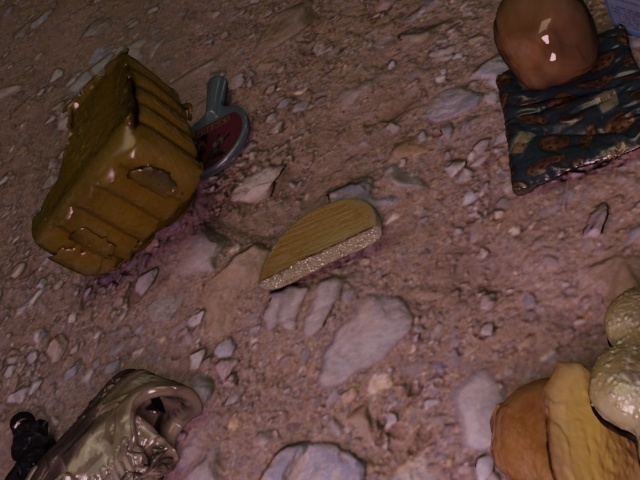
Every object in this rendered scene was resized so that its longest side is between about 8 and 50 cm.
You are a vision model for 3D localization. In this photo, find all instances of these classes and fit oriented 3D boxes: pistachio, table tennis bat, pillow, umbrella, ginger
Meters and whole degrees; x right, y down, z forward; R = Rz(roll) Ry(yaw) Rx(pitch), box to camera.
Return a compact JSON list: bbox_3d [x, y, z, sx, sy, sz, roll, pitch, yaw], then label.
[{"bbox_3d":[0.293,-0.276,1.301,0.135,0.136,0.226,-21,29,21],"label":"pistachio"},{"bbox_3d":[-0.184,-0.197,1.725,0.152,0.040,0.244,-22,44,23],"label":"table tennis bat"},{"bbox_3d":[0.323,-0.175,1.284,0.189,0.034,0.256,-22,38,24],"label":"pillow"},{"bbox_3d":[-0.385,0.303,1.335,0.224,0.080,0.071,40,115,56],"label":"umbrella"},{"bbox_3d":[0.219,0.215,0.920,0.122,0.115,0.193,-35,37,36],"label":"ginger"}]

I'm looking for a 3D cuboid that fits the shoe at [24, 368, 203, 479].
[{"bbox_3d":[-0.250,0.277,1.206,0.149,0.109,0.293,-7,42,41],"label":"shoe"}]

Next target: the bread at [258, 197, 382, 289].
[{"bbox_3d":[0.003,-0.004,1.365,0.193,0.036,0.112,-26,33,21],"label":"bread"}]

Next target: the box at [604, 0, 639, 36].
[{"bbox_3d":[0.449,-0.314,1.238,0.083,0.143,0.232,-41,37,-5],"label":"box"}]

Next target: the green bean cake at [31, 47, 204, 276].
[{"bbox_3d":[-0.321,-0.112,1.612,0.285,0.202,0.310,-40,38,22],"label":"green bean cake"}]

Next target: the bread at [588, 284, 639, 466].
[{"bbox_3d":[0.341,0.127,0.881,0.207,0.056,0.287,-7,42,0],"label":"bread"}]
